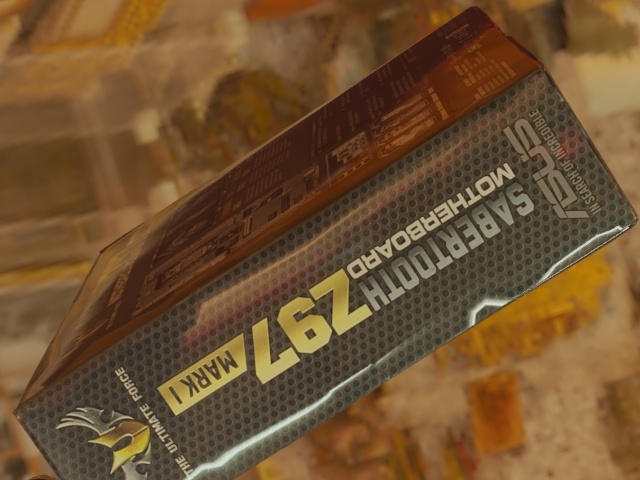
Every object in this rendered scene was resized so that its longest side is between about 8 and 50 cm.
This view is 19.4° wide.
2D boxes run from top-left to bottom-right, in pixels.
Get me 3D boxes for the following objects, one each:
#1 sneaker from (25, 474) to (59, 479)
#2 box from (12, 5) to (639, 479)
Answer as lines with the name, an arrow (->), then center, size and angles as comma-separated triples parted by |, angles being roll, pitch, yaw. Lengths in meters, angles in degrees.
sneaker -> -0.054, 0.228, 0.936 | 0.108, 0.302, 0.121 | -39, -165, 2
box -> 0.000, 0.000, 0.637 | 0.183, 0.059, 0.232 | -32, -171, 5
